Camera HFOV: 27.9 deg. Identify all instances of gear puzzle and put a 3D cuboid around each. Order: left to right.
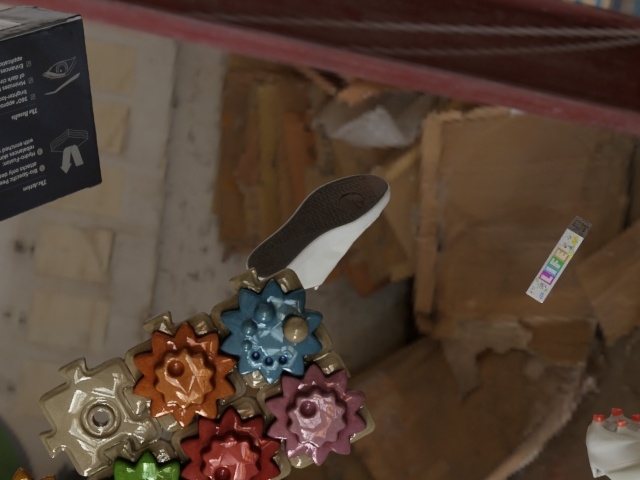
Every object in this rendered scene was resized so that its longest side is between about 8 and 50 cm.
[{"bbox_3d":[-0.135,0.163,1.048,0.176,0.338,0.044,62,180,-10],"label":"gear puzzle"}]

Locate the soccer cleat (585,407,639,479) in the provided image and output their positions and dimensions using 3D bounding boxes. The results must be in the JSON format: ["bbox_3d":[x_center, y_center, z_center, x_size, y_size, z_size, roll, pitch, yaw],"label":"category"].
[{"bbox_3d":[0.338,0.222,1.257,0.196,0.068,0.076,15,111,57],"label":"soccer cleat"}]

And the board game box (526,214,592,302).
[{"bbox_3d":[0.326,0.023,1.753,0.103,0.026,0.154,-60,-10,14],"label":"board game box"}]

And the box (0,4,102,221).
[{"bbox_3d":[-0.282,-0.106,1.105,0.093,0.156,0.158,16,120,38],"label":"box"}]

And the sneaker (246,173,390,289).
[{"bbox_3d":[0.000,0.000,2.163,0.106,0.290,0.123,42,160,34],"label":"sneaker"}]
